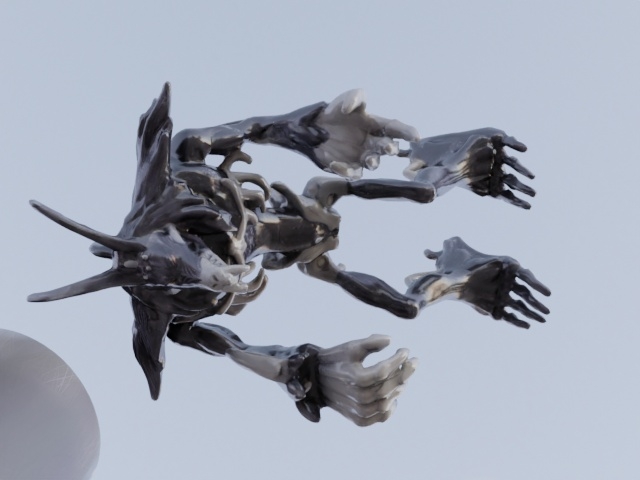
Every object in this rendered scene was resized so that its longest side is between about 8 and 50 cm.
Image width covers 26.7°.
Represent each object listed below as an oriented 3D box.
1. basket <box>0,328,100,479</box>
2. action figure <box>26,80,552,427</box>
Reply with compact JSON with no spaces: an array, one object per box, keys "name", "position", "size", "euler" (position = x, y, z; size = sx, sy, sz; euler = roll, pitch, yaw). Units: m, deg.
[{"name":"basket","position":[-0.231,0.151,0.748],"size":[0.154,0.227,0.204],"euler":[11,-68,17]},{"name":"action figure","position":[0.000,0.000,0.682],"size":[0.276,0.141,0.164],"euler":[-7,-78,-36]}]
